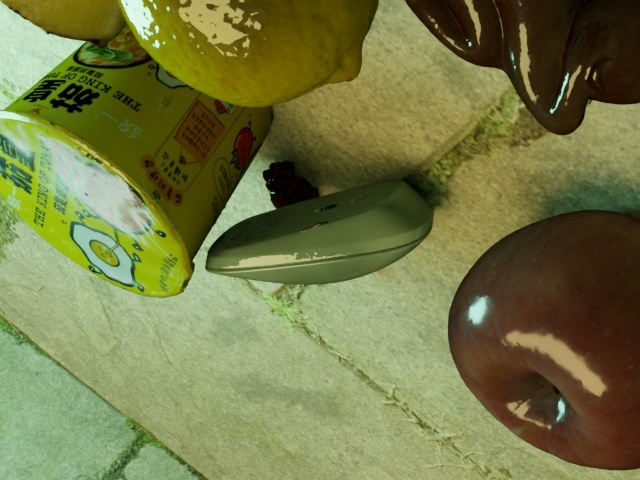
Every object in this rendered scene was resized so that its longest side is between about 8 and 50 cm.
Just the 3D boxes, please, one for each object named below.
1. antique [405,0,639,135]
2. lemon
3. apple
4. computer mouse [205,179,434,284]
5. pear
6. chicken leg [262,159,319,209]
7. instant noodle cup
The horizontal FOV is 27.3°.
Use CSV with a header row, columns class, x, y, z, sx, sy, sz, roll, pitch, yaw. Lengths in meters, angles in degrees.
class,x,y,z,sx,sy,sz,roll,pitch,yaw
antique,0.205,-0.209,1.182,0.257,0.121,0.143,42,144,6
lemon,-0.073,-0.259,1.280,0.267,0.267,0.267,28,151,17
apple,0.294,0.098,1.422,0.305,0.235,0.306,29,149,19
computer mouse,0.003,0.005,1.626,0.288,0.159,0.097,-16,107,18
pear,-0.272,-0.358,1.448,0.178,0.267,0.267,-30,113,35
chicken leg,-0.017,-0.027,1.786,0.089,0.048,0.219,14,145,42
instant noodle cup,-0.229,-0.124,1.657,0.325,0.254,0.325,27,151,17
